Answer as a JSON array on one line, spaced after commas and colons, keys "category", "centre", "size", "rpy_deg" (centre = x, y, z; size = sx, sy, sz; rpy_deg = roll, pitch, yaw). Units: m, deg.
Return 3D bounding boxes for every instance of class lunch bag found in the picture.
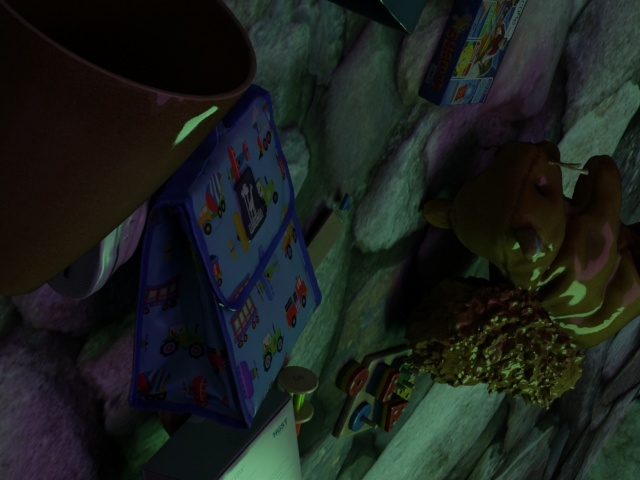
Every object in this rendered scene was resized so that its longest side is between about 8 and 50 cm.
[{"category": "lunch bag", "centre": [-0.104, -0.001, 1.605], "size": [0.221, 0.138, 0.293], "rpy_deg": [-59, 152, -50]}]

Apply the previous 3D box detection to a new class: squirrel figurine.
[{"category": "squirrel figurine", "centre": [0.288, 0.046, 2.264], "size": [0.370, 0.281, 0.397], "rpy_deg": [24, 93, -59]}]

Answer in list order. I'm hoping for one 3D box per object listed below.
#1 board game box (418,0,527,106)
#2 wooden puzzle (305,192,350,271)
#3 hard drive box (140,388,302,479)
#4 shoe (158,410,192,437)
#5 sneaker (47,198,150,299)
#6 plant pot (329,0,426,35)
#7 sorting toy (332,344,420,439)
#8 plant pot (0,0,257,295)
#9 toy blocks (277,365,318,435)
[{"category": "board game box", "centre": [0.202, -0.267, 2.023], "size": [0.136, 0.035, 0.201], "rpy_deg": [-10, 126, -59]}, {"category": "wooden puzzle", "centre": [0.000, 0.000, 1.958], "size": [0.116, 0.014, 0.078], "rpy_deg": [-52, 159, -17]}, {"category": "hard drive box", "centre": [-0.099, 0.302, 1.797], "size": [0.181, 0.089, 0.232], "rpy_deg": [-44, 137, -48]}, {"category": "shoe", "centre": [-0.139, 0.204, 1.861], "size": [0.076, 0.058, 0.219], "rpy_deg": [-67, 155, -6]}, {"category": "sneaker", "centre": [-0.191, -0.071, 1.445], "size": [0.091, 0.094, 0.258], "rpy_deg": [-50, 164, -58]}, {"category": "plant pot", "centre": [0.048, -0.346, 1.493], "size": [0.234, 0.165, 0.166], "rpy_deg": [-61, 156, -3]}, {"category": "sorting toy", "centre": [0.094, 0.226, 2.345], "size": [0.274, 0.046, 0.132], "rpy_deg": [-9, 125, -60]}, {"category": "plant pot", "centre": [-0.213, -0.087, 1.240], "size": [0.237, 0.237, 0.254], "rpy_deg": [-16, 145, -57]}, {"category": "toy blocks", "centre": [-0.060, 0.246, 2.062], "size": [0.123, 0.054, 0.148], "rpy_deg": [-31, 143, -46]}]
